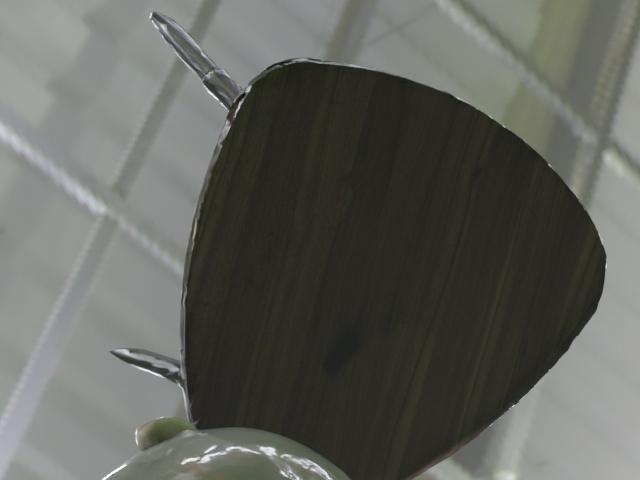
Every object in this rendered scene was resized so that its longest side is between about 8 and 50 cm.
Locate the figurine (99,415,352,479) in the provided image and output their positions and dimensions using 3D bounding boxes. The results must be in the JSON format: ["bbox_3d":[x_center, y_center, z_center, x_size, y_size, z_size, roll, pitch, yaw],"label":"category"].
[{"bbox_3d":[-0.106,0.256,1.063,0.275,0.394,0.226,-5,-120,-17],"label":"figurine"}]

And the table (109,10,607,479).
[{"bbox_3d":[0.000,0.000,1.362,0.317,0.249,0.317,-10,-68,-25],"label":"table"}]
